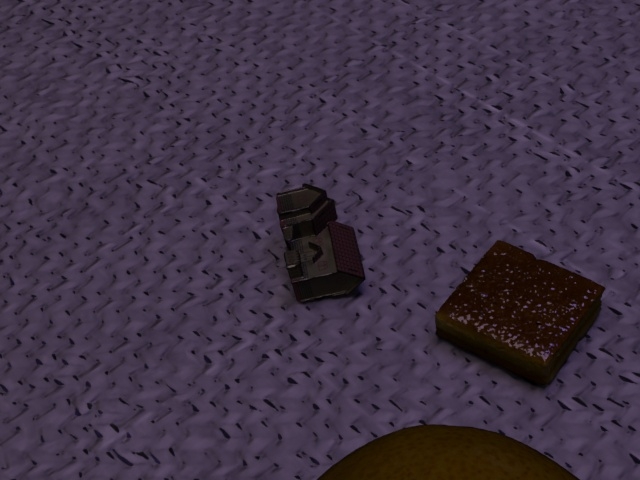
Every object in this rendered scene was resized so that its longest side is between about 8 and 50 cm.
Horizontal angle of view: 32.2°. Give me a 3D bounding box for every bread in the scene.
[{"bbox_3d":[0.147,0.053,0.819,0.094,0.035,0.090,25,55,29],"label":"bread"}]

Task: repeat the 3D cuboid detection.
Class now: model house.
[{"bbox_3d":[0.000,0.000,0.881,0.058,0.057,0.083,-13,43,3],"label":"model house"}]

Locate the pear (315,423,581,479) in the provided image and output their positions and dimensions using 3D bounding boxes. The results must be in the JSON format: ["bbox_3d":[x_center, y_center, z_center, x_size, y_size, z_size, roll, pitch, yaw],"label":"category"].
[{"bbox_3d":[0.076,0.199,0.567,0.209,0.209,0.209,-4,45,5],"label":"pear"}]
